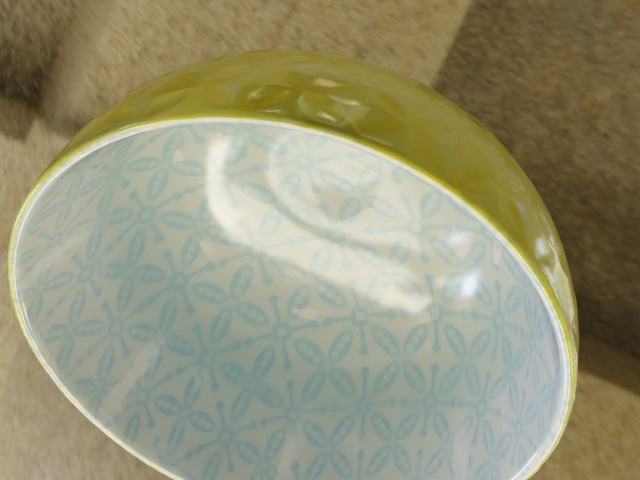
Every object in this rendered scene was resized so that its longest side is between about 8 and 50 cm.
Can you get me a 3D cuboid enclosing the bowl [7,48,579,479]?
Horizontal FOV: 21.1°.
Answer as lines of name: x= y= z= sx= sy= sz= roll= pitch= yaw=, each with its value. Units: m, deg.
bowl: x=0.000 y=0.000 z=0.893 sx=0.289 sy=0.156 sz=0.289 roll=10 pitch=-45 yaw=11
